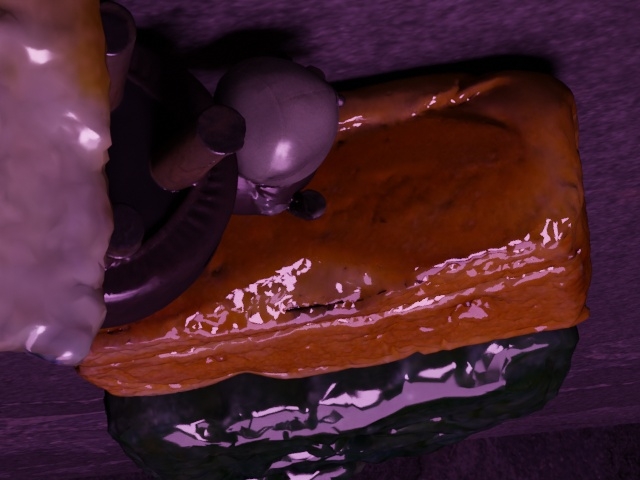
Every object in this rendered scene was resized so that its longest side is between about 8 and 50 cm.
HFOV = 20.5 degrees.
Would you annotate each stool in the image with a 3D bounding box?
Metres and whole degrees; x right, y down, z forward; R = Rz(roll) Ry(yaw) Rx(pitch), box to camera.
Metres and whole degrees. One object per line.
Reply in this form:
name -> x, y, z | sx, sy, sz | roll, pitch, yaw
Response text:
stool -> -0.072, -0.037, 0.779 | 0.217, 0.125, 0.121 | -15, 167, -23

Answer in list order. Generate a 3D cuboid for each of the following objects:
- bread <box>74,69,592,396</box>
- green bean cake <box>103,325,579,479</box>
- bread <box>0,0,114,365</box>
bread -> 0.000, 0.000, 0.955 | 0.294, 0.132, 0.167 | -10, 166, 7
green bean cake -> 0.013, 0.070, 1.191 | 0.307, 0.169, 0.300 | -11, 167, 2
bread -> -0.271, 0.016, 0.554 | 0.395, 0.264, 0.239 | -1, 169, -39
